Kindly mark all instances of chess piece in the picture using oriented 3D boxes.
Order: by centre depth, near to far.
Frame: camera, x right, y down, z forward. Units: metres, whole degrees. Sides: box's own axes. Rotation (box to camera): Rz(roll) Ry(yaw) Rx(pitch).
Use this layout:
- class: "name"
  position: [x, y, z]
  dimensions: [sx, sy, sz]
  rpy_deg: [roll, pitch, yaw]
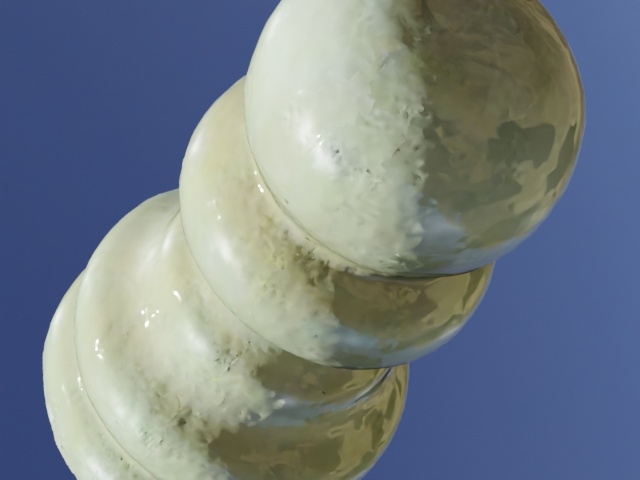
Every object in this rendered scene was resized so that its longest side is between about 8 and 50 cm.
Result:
- class: "chess piece"
  position: [0.000, 0.000, 0.506]
  dimensions: [0.133, 0.243, 0.133]
  rpy_deg: [13, -125, -18]
